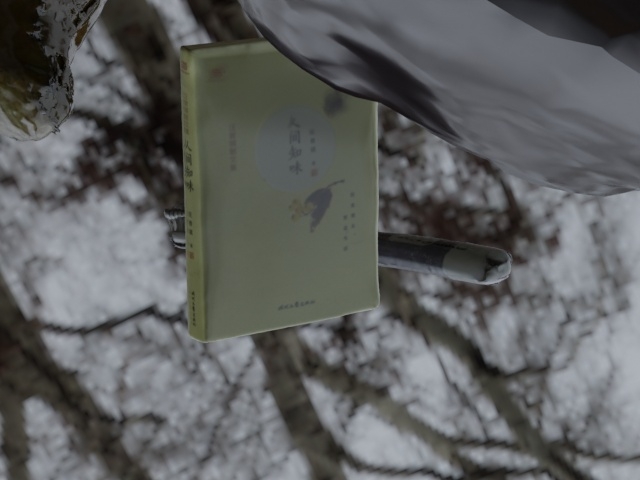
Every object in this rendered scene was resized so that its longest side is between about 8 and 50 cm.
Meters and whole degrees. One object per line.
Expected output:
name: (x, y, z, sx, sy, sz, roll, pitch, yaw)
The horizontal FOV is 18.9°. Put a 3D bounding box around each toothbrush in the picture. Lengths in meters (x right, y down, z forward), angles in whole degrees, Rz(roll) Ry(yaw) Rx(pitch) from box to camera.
toothbrush: (0.000, 0.000, 0.972, 0.024, 0.026, 0.288, -27, -161, -29)

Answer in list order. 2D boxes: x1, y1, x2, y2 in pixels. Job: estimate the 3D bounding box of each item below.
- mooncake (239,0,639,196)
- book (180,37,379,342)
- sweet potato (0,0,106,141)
mooncake: (0.103, -0.192, 0.470, 0.351, 0.212, 0.381, 17, -102, 3)
book: (-0.013, -0.021, 0.707, 0.077, 0.111, 0.014, -10, -161, -27)
sweet potato: (-0.075, -0.164, 0.677, 0.085, 0.112, 0.285, -25, -136, 39)
